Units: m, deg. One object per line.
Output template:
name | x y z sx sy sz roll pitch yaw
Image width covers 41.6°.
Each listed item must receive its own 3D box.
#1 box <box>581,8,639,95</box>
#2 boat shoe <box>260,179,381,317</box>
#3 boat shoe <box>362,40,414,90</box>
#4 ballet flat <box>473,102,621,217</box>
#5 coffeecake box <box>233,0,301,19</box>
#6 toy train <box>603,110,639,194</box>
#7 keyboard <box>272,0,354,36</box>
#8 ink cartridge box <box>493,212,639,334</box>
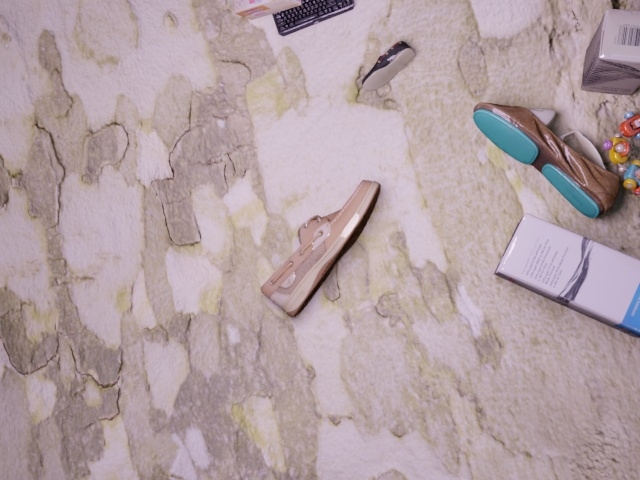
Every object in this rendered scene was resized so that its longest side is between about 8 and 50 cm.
box | 0.578 -0.357 1.621 0.113 0.275 0.094 8 89 12
boat shoe | 0.000 0.000 1.781 0.110 0.122 0.341 37 95 9
boat shoe | 0.141 -0.376 1.819 0.133 0.049 0.042 -40 53 12
ballet flat | 0.474 -0.193 1.724 0.342 0.116 0.124 40 74 9
coffeecake box | -0.121 -0.594 1.839 0.142 0.068 0.185 -6 85 34
toy train | 0.641 -0.178 1.693 0.125 0.046 0.166 -22 87 -23
keyboard | -0.024 -0.532 1.861 0.180 0.023 0.108 -18 83 12
ink cartridge box | 0.507 0.070 1.636 0.308 0.223 0.129 24 90 11
